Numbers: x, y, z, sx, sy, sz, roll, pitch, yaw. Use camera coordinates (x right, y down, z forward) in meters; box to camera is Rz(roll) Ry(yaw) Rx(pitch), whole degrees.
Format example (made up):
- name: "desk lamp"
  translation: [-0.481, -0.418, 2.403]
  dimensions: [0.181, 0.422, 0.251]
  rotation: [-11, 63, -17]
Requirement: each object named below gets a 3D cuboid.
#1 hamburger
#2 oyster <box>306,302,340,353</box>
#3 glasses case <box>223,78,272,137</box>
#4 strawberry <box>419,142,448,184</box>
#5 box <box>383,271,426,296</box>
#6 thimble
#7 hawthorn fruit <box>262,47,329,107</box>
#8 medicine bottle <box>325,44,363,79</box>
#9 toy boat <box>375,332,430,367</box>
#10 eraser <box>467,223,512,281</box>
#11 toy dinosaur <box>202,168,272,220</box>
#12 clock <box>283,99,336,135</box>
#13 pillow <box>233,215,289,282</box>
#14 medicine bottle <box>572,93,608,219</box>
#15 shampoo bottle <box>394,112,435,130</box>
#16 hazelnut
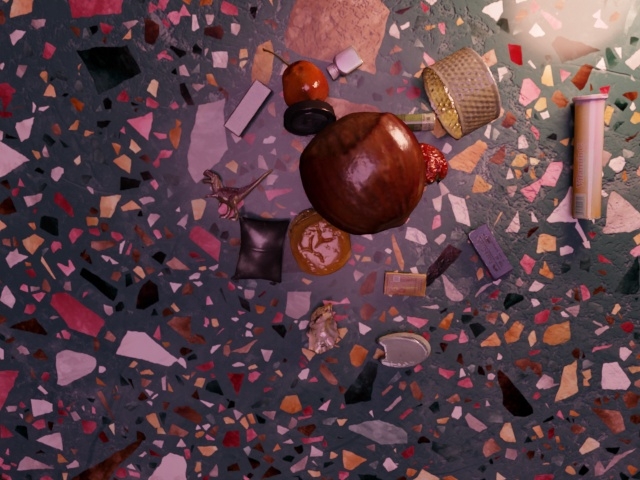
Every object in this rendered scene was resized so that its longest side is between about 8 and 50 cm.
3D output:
- name: "hamburger"
  translation: [0.000, 0.000, 1.751]
  dimensions: [0.245, 0.163, 0.244]
  rotation: [1, 100, 4]
- name: "oyster"
  translation: [0.002, 0.342, 1.868]
  dimensions: [0.133, 0.072, 0.208]
  rotation: [-15, 119, -2]
- name: "glasses case"
  translation: [-0.260, -0.472, 1.732]
  dimensions: [0.071, 0.047, 0.205]
  rotation: [36, 99, -9]
- name: "strawberry"
  translation: [0.382, -0.269, 1.712]
  dimensions: [0.131, 0.131, 0.148]
  rotation: [-9, 108, 4]
- name: "box"
  translation: [0.320, 0.166, 1.843]
  dimensions: [0.157, 0.022, 0.088]
  rotation: [1, 99, 2]
- name: "thimble"
  translation: [0.462, -0.480, 1.597]
  dimensions: [0.150, 0.271, 0.270]
  rotation: [-28, 98, 5]
- name: "hawthorn fruit"
  translation: [-0.091, -0.579, 1.684]
  dimensions: [0.165, 0.165, 0.285]
  rotation: [-35, 74, 8]
- name: "medicine bottle"
  translation: [0.081, -0.615, 1.690]
  dimensions: [0.118, 0.055, 0.074]
  rotation: [-33, 98, 6]
- name: "toy boat"
  translation: [0.320, 0.419, 1.874]
  dimensions: [0.208, 0.079, 0.134]
  rotation: [-8, 93, 14]
- name: "eraser"
  translation: [0.632, 0.048, 1.804]
  dimensions: [0.082, 0.036, 0.225]
  rotation: [-32, 97, 5]
- name: "toy dinosaur"
  translation: [-0.312, -0.172, 1.780]
  dimensions: [0.252, 0.072, 0.199]
  rotation: [4, 92, 10]
- name: "clock"
  translation: [-0.038, -0.421, 1.670]
  dimensions: [0.185, 0.184, 0.040]
  rotation: [-6, 74, 3]
- name: "pillow"
  translation: [-0.219, 0.038, 1.794]
  dimensions: [0.186, 0.106, 0.249]
  rotation: [4, 104, -14]
- name: "medicine bottle"
  translation: [0.937, -0.289, 1.703]
  dimensions: [0.108, 0.108, 0.425]
  rotation: [-4, 102, 2]
- name: "shampoo bottle"
  translation: [0.298, -0.415, 1.715]
  dimensions: [0.205, 0.065, 0.065]
  rotation: [-1, 100, 2]
- name: "hazelnut"
  translation: [0.147, -0.218, 1.605]
  dimensions: [0.421, 0.353, 0.420]
  rotation: [1, 86, -19]
